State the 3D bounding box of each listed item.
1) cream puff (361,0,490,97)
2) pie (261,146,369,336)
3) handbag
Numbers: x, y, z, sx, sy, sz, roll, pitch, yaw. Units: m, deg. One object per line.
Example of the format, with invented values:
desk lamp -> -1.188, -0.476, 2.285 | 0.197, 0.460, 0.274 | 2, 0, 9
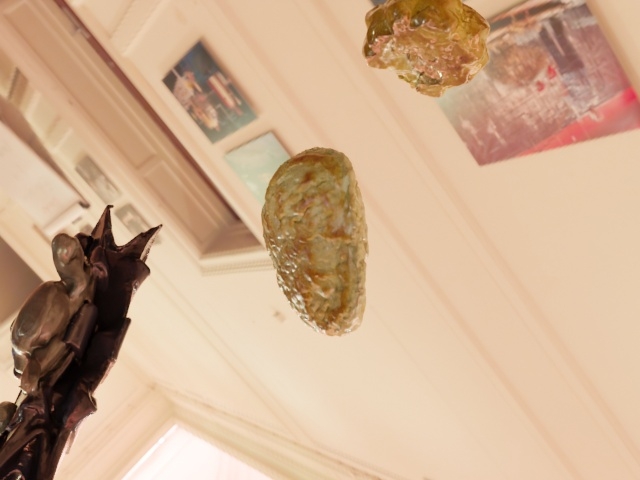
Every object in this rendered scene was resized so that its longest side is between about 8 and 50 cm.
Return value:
cream puff -> 0.225, -0.441, 1.410 | 0.281, 0.281, 0.185 | -16, -130, 53
pie -> 0.000, 0.000, 0.882 | 0.090, 0.248, 0.201 | -8, -177, -37
handbag -> -0.287, 0.130, 0.729 | 0.269, 0.118, 0.326 | -48, -155, 46
